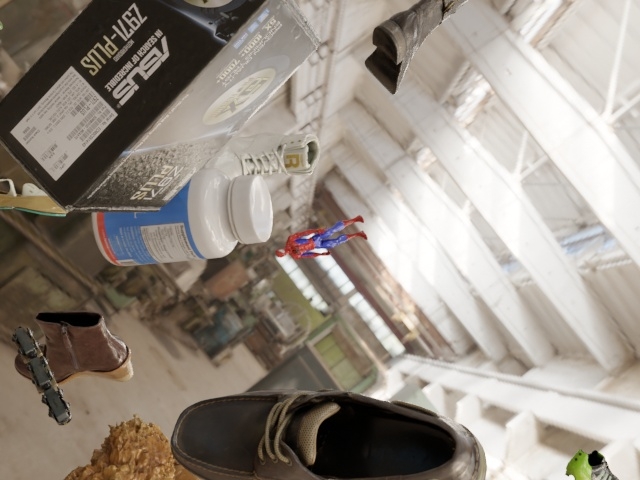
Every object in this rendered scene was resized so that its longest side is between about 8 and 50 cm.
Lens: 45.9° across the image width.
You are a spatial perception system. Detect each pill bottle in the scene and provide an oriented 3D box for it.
[{"bbox_3d":[-0.183,-0.034,1.027,0.124,0.222,0.124,-6,90,-76],"label":"pill bottle"}]

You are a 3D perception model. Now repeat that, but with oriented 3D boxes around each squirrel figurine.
[{"bbox_3d":[-0.417,0.601,1.729,0.281,0.370,0.397,44,-43,39],"label":"squirrel figurine"}]

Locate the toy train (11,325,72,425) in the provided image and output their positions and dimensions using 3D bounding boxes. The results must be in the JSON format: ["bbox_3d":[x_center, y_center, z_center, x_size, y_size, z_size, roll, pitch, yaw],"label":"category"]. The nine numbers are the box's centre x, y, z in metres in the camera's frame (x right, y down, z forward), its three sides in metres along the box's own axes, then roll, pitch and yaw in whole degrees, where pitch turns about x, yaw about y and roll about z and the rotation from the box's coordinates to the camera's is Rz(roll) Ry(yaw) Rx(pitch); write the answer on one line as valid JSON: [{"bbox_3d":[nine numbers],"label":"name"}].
[{"bbox_3d":[-0.334,0.160,0.907,0.158,0.027,0.036,47,-27,36],"label":"toy train"}]

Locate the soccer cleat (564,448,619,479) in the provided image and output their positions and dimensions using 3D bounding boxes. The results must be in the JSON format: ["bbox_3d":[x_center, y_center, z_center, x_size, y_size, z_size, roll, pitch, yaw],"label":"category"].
[{"bbox_3d":[0.580,0.479,1.576,0.179,0.072,0.060,24,8,-36],"label":"soccer cleat"}]

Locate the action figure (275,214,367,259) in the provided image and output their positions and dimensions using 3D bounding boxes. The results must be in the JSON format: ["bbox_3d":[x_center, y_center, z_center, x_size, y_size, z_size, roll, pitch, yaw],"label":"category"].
[{"bbox_3d":[0.000,0.000,0.925,0.030,0.115,0.038,-123,-162,-62],"label":"action figure"}]

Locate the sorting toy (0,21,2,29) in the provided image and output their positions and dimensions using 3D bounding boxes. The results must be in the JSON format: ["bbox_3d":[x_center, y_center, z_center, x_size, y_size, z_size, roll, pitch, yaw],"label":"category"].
[{"bbox_3d":[-0.455,-0.291,0.958,0.061,0.102,0.042,31,-59,42],"label":"sorting toy"}]

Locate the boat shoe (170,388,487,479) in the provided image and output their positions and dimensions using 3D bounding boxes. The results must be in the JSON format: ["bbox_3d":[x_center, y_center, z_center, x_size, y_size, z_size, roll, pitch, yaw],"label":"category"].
[{"bbox_3d":[-0.003,0.209,0.820,0.130,0.355,0.132,69,25,-54],"label":"boat shoe"}]

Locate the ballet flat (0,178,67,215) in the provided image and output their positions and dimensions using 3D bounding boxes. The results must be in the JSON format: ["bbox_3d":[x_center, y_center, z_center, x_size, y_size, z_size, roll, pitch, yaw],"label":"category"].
[{"bbox_3d":[-0.673,-0.098,1.673,0.080,0.232,0.073,-64,159,-87],"label":"ballet flat"}]

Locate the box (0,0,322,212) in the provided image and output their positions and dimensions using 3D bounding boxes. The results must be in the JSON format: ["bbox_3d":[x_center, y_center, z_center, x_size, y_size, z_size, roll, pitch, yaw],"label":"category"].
[{"bbox_3d":[-0.097,-0.105,0.491,0.077,0.180,0.147,46,7,4],"label":"box"}]

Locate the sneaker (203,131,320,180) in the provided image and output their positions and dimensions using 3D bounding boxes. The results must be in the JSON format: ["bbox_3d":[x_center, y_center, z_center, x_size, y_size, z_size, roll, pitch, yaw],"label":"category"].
[{"bbox_3d":[-0.114,-0.172,1.581,0.169,0.292,0.108,4,-67,31],"label":"sneaker"}]

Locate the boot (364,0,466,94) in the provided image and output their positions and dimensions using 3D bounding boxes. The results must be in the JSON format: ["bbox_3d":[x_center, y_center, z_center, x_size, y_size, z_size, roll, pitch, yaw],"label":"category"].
[{"bbox_3d":[0.203,-0.413,1.474,0.091,0.229,0.263,47,-10,8],"label":"boot"}]

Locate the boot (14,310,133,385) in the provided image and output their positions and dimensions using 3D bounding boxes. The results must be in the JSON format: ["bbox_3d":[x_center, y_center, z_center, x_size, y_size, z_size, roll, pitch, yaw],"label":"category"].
[{"bbox_3d":[-0.472,0.183,1.369,0.207,0.249,0.090,78,17,-51],"label":"boot"}]
